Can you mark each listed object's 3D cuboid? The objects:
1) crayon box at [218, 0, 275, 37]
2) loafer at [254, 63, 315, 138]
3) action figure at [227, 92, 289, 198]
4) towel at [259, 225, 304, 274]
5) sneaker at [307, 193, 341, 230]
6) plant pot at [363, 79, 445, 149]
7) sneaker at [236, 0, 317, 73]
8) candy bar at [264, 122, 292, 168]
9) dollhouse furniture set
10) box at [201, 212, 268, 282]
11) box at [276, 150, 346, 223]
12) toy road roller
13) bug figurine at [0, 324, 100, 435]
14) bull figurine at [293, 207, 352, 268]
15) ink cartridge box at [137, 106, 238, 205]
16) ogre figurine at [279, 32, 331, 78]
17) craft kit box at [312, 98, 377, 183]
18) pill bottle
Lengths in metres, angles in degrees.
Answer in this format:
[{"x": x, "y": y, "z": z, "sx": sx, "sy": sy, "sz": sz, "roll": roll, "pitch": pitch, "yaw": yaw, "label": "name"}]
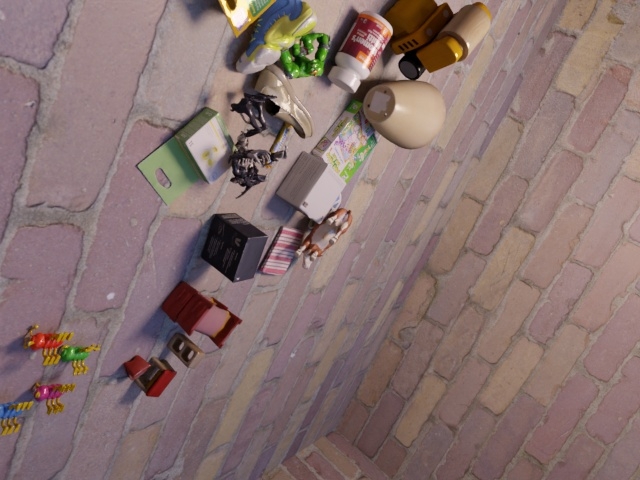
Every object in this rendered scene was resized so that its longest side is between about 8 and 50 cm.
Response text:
[{"x": -0.142, "y": -0.641, "z": 1.014, "sx": 0.323, "sy": 0.083, "sz": 0.203, "roll": -50, "pitch": 151, "yaw": -14, "label": "crayon box"}, {"x": -0.107, "y": -0.382, "z": 1.321, "sx": 0.092, "sy": 0.102, "sz": 0.268, "roll": -44, "pitch": 138, "yaw": -4, "label": "loafer"}, {"x": -0.169, "y": -0.240, "z": 1.221, "sx": 0.164, "sy": 0.141, "sz": 0.275, "roll": -53, "pitch": 151, "yaw": -62, "label": "action figure"}, {"x": -0.147, "y": 0.039, "z": 1.751, "sx": 0.144, "sy": 0.029, "sz": 0.197, "roll": 16, "pitch": 102, "yaw": -61, "label": "towel"}, {"x": 0.016, "y": -0.122, "z": 1.780, "sx": 0.081, "sy": 0.080, "sz": 0.211, "roll": -12, "pitch": 128, "yaw": -55, "label": "sneaker"}, {"x": 0.275, "y": -0.468, "z": 1.656, "sx": 0.274, "sy": 0.256, "sz": 0.256, "roll": -7, "pitch": 124, "yaw": -53, "label": "plant pot"}, {"x": -0.132, "y": -0.528, "z": 1.159, "sx": 0.240, "sy": 0.126, "sz": 0.091, "roll": -32, "pitch": -177, "yaw": 8, "label": "sneaker"}, {"x": -0.131, "y": -0.298, "z": 1.443, "sx": 0.040, "sy": 0.018, "sz": 0.161, "roll": 16, "pitch": 105, "yaw": -60, "label": "candy bar"}, {"x": -0.447, "y": 0.335, "z": 1.448, "sx": 0.374, "sy": 0.152, "sz": 0.201, "roll": -53, "pitch": 151, "yaw": -7, "label": "dollhouse furniture set"}, {"x": -0.263, "y": 0.019, "z": 1.410, "sx": 0.093, "sy": 0.158, "sz": 0.156, "roll": -8, "pitch": 126, "yaw": -54, "label": "box"}, {"x": -0.029, "y": -0.181, "z": 1.612, "sx": 0.182, "sy": 0.119, "sz": 0.181, "roll": -56, "pitch": 152, "yaw": -1, "label": "box"}, {"x": 0.358, "y": -0.700, "z": 1.513, "sx": 0.240, "sy": 0.329, "sz": 0.202, "roll": 45, "pitch": 75, "yaw": -24, "label": "toy road roller"}, {"x": -0.693, "y": 0.338, "z": 1.157, "sx": 0.279, "sy": 0.072, "sz": 0.216, "roll": -60, "pitch": 158, "yaw": -4, "label": "bug figurine"}, {"x": 0.000, "y": 0.000, "z": 1.738, "sx": 0.310, "sy": 0.101, "sz": 0.188, "roll": -49, "pitch": -179, "yaw": 23, "label": "bull figurine"}, {"x": -0.330, "y": -0.206, "z": 1.193, "sx": 0.235, "sy": 0.056, "sz": 0.171, "roll": -49, "pitch": 151, "yaw": -19, "label": "ink cartridge box"}, {"x": -0.046, "y": -0.515, "z": 1.287, "sx": 0.197, "sy": 0.097, "sz": 0.118, "roll": -41, "pitch": 133, "yaw": -56, "label": "ogre figurine"}, {"x": 0.098, "y": -0.348, "z": 1.712, "sx": 0.246, "sy": 0.061, "sz": 0.250, "roll": -51, "pitch": 151, "yaw": -5, "label": "craft kit box"}, {"x": 0.120, "y": -0.583, "z": 1.437, "sx": 0.221, "sy": 0.121, "sz": 0.121, "roll": -60, "pitch": 151, "yaw": 5, "label": "pill bottle"}]
